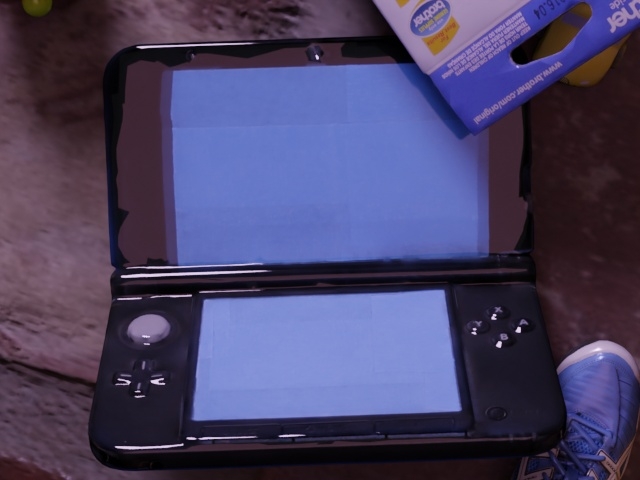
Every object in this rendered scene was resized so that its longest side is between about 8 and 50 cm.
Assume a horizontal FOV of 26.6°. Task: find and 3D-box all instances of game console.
[{"bbox_3d":[0.000,0.000,0.865,0.293,0.250,0.173,-3,124,1],"label":"game console"}]

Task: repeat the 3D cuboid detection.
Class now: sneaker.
[{"bbox_3d":[0.169,0.171,0.925,0.080,0.081,0.211,19,95,-1],"label":"sneaker"}]

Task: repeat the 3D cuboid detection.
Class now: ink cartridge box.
[{"bbox_3d":[0.079,-0.238,0.829,0.186,0.065,0.311,-34,89,40],"label":"ink cartridge box"}]

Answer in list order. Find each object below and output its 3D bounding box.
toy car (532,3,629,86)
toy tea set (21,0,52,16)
[{"bbox_3d":[0.236,-0.232,0.887,0.225,0.053,0.239,-10,97,2],"label":"toy car"},{"bbox_3d":[-0.238,-0.302,0.829,0.336,0.124,0.200,37,107,-2],"label":"toy tea set"}]
